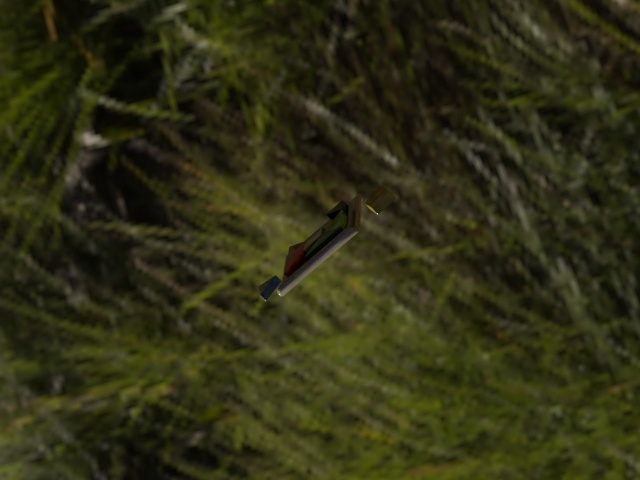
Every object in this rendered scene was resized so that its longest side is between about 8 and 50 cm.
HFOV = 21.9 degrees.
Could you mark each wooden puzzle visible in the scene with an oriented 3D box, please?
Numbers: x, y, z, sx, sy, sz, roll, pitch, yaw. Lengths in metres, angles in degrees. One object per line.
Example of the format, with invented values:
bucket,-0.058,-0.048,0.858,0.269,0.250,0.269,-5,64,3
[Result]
wooden puzzle,0.000,0.000,1.059,0.116,0.014,0.078,-42,-170,10
